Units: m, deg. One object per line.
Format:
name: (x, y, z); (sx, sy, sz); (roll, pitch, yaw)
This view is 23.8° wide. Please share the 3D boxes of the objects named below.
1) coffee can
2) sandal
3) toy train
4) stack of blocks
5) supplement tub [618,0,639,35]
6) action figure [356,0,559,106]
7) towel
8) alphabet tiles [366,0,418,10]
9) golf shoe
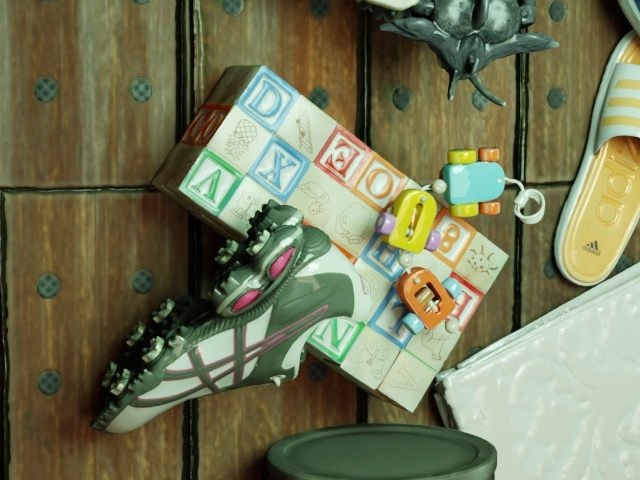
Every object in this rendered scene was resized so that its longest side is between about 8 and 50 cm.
coffee can: (0.056, 0.318, 1.336); (0.201, 0.201, 0.275); (-4, 98, -23)
sandal: (0.311, -0.078, 1.471); (0.102, 0.076, 0.265); (20, 87, -24)
toy train: (0.110, -0.005, 1.315); (0.166, 0.046, 0.125); (-46, 112, -10)
stack of blocks: (0.000, 0.000, 1.339); (0.297, 0.087, 0.171); (37, 81, -22)
supplement tub: (0.437, -0.290, 1.349); (0.235, 0.325, 0.235); (4, 81, -27)
action figure: (0.122, -0.238, 1.329); (0.164, 0.141, 0.276); (4, 78, -10)
towel: (0.291, 0.214, 1.507); (0.317, 0.053, 0.332); (-24, 105, -19)
alphabet tiles: (0.041, -0.340, 1.275); (0.284, 0.021, 0.278); (19, 78, 6)
golf shoe: (-0.081, 0.092, 1.247); (0.120, 0.105, 0.273); (40, 117, -19)
